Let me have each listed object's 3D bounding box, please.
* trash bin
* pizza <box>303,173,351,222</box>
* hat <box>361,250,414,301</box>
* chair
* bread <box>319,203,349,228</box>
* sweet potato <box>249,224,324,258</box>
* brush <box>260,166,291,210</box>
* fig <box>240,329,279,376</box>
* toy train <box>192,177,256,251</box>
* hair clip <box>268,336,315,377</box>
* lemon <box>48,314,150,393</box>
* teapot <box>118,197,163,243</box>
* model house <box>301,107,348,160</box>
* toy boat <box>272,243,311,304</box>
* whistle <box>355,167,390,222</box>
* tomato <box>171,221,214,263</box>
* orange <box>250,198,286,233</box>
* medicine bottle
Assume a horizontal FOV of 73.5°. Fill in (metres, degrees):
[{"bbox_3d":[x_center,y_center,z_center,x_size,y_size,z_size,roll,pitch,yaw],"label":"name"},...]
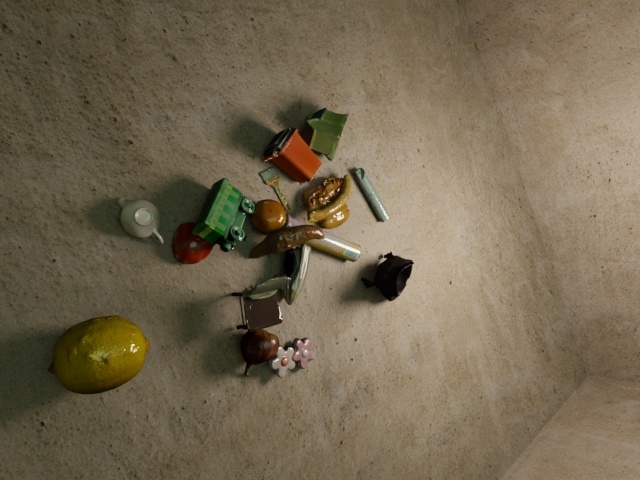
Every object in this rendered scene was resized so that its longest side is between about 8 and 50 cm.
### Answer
[{"bbox_3d":[-0.128,-0.373,1.963,0.238,0.161,0.184,44,64,-24],"label":"trash bin"},{"bbox_3d":[0.032,-0.214,2.055,0.182,0.074,0.365,42,58,10],"label":"pizza"},{"bbox_3d":[0.336,0.159,2.133,0.209,0.336,0.238,29,84,15],"label":"hat"},{"bbox_3d":[-0.231,0.257,1.708,0.160,0.319,0.186,-7,83,-32],"label":"chair"},{"bbox_3d":[0.075,-0.125,2.104,0.189,0.077,0.114,-29,94,-29],"label":"bread"},{"bbox_3d":[-0.152,-0.001,1.849,0.341,0.114,0.092,-18,56,-4],"label":"sweet potato"},{"bbox_3d":[-0.195,-0.231,1.985,0.082,0.010,0.218,-35,102,-31],"label":"brush"},{"bbox_3d":[-0.271,0.444,1.772,0.202,0.148,0.149,-34,73,-7],"label":"fig"},{"bbox_3d":[-0.386,-0.096,1.744,0.202,0.120,0.301,36,44,-27],"label":"toy train"},{"bbox_3d":[-0.128,0.513,1.896,0.257,0.075,0.146,-6,82,-37],"label":"hair clip"},{"bbox_3d":[-0.730,0.379,1.431,0.284,0.260,0.260,-31,100,-20],"label":"lemon"},{"bbox_3d":[-0.672,-0.075,1.624,0.145,0.092,0.226,-43,109,-28],"label":"teapot"},{"bbox_3d":[0.014,-0.531,2.086,0.189,0.195,0.214,20,56,-3],"label":"model house"},{"bbox_3d":[-0.127,0.143,1.907,0.141,0.141,0.269,32,70,-25],"label":"toy boat"},{"bbox_3d":[0.269,-0.238,2.247,0.062,0.062,0.312,-38,104,-30],"label":"whistle"},{"bbox_3d":[-0.501,0.012,1.720,0.166,0.082,0.174,21,71,-29],"label":"tomato"},{"bbox_3d":[-0.230,-0.104,1.881,0.156,0.124,0.156,7,66,-15],"label":"orange"},{"bbox_3d":[0.000,0.000,2.025,0.426,0.108,0.108,22,72,-29],"label":"medicine bottle"}]
